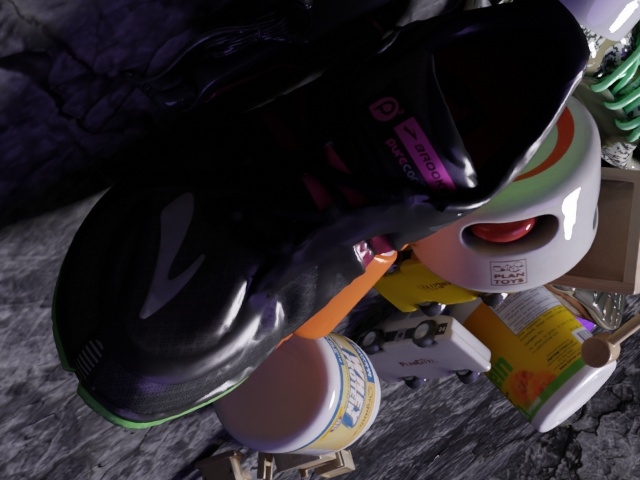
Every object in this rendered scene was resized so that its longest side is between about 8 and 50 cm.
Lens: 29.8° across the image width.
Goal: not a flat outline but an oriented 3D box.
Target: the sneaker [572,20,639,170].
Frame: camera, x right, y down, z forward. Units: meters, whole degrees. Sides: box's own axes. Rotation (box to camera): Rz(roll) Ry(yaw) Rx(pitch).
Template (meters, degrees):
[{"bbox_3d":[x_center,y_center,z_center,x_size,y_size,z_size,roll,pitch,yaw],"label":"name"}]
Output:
[{"bbox_3d":[0.321,-0.166,1.248,0.158,0.182,0.410,-45,158,4],"label":"sneaker"}]

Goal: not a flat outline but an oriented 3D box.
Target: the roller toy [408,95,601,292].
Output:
[{"bbox_3d":[0.171,-0.050,1.163,0.209,0.191,0.146,-40,142,-24],"label":"roller toy"}]

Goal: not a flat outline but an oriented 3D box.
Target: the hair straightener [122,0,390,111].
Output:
[{"bbox_3d":[-0.038,-0.155,0.860,0.230,0.047,0.089,-23,152,-30],"label":"hair straightener"}]

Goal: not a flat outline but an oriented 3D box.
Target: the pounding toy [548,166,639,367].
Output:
[{"bbox_3d":[0.306,0.027,1.264,0.094,0.181,0.206,-3,99,-63],"label":"pounding toy"}]

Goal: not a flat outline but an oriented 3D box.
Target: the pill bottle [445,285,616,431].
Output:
[{"bbox_3d":[0.253,0.117,1.572,0.136,0.245,0.136,-35,157,-17],"label":"pill bottle"}]

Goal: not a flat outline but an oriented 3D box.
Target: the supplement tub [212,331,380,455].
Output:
[{"bbox_3d":[-0.020,0.165,1.334,0.144,0.144,0.200,-45,158,7],"label":"supplement tub"}]

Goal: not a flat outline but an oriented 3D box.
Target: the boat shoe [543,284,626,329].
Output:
[{"bbox_3d":[0.349,0.041,1.734,0.324,0.120,0.122,35,66,-52],"label":"boat shoe"}]

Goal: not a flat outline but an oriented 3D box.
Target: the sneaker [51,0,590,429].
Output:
[{"bbox_3d":[0.007,-0.052,0.879,0.483,0.185,0.202,-39,-179,-24],"label":"sneaker"}]

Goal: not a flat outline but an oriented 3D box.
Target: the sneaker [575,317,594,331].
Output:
[{"bbox_3d":[0.374,0.099,1.954,0.146,0.102,0.293,-39,151,-8],"label":"sneaker"}]

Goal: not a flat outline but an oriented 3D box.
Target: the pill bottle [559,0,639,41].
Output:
[{"bbox_3d":[0.271,-0.306,0.932,0.283,0.161,0.161,-53,156,24],"label":"pill bottle"}]

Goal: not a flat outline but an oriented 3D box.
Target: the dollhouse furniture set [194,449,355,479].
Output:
[{"bbox_3d":[-0.063,0.269,1.576,0.161,0.101,0.182,-20,161,10],"label":"dollhouse furniture set"}]

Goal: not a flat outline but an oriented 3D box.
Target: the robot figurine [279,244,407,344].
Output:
[{"bbox_3d":[0.000,-0.001,1.090,0.158,0.128,0.219,23,115,-43],"label":"robot figurine"}]

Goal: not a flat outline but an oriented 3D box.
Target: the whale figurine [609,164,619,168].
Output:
[{"bbox_3d":[0.496,-0.088,1.727,0.272,0.141,0.216,-44,-176,32],"label":"whale figurine"}]

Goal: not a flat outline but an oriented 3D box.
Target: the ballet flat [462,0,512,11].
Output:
[{"bbox_3d":[0.153,-0.220,1.070,0.114,0.041,0.041,-47,158,10],"label":"ballet flat"}]

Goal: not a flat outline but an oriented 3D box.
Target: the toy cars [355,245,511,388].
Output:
[{"bbox_3d":[0.139,0.072,1.444,0.393,0.177,0.087,95,16,-59],"label":"toy cars"}]
